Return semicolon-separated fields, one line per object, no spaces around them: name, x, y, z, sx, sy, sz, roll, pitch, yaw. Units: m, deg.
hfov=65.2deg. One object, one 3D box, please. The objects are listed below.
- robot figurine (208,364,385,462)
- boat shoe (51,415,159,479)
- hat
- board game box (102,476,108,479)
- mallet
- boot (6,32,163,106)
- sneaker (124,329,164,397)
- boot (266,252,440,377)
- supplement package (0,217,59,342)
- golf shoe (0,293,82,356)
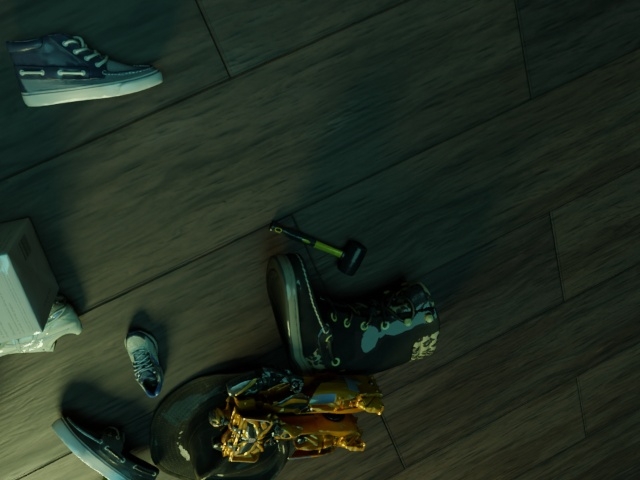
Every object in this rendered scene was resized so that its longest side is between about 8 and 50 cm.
robot figurine;-0.044;0.305;0.863;0.291;0.085;0.211;4;120;-24
boat shoe;-0.392;0.392;0.936;0.228;0.080;0.076;51;63;-18
hat;-0.162;0.411;0.981;0.331;0.134;0.331;-7;115;-15
board game box;-0.400;0.540;0.932;0.043;0.181;0.092;13;108;-22
mallet;0.000;0.000;0.912;0.189;0.039;0.062;29;103;-22
boot;-0.320;-0.241;0.685;0.190;0.069;0.086;-12;118;-10
sneaker;-0.311;0.222;0.894;0.052;0.058;0.135;-18;116;-9
boot;0.066;0.140;0.920;0.284;0.138;0.377;-19;126;-10
supplement package;-0.535;0.076;0.715;0.244;0.139;0.134;-14;117;-12
golf shoe;-0.478;0.164;0.815;0.176;0.069;0.086;-27;124;-4
